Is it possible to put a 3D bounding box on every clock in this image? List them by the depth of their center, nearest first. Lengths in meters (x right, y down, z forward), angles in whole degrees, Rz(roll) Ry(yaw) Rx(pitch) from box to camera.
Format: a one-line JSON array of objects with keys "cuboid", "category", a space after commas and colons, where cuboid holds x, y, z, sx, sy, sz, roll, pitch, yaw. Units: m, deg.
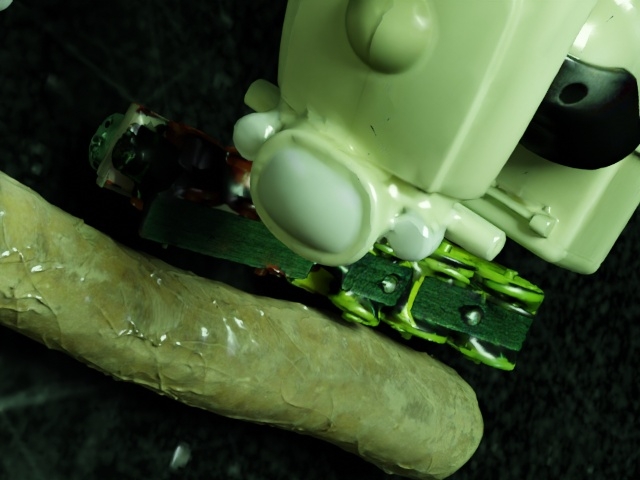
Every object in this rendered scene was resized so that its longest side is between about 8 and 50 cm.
[{"cuboid": [0.096, -0.108, 0.799, 0.276, 0.120, 0.379, -61, 155, 9], "category": "clock"}]

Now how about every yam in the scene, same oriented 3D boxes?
[{"cuboid": [-0.048, 0.042, 0.863, 0.300, 0.066, 0.066, 24, 77, -40], "category": "yam"}]

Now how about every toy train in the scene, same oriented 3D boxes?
[{"cuboid": [0.000, 0.000, 0.889, 0.250, 0.085, 0.053, 23, 95, -39], "category": "toy train"}]

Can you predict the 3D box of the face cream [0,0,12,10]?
[{"cuboid": [-0.140, -0.100, 0.757, 0.040, 0.083, 0.021, 28, 75, -38], "category": "face cream"}]
